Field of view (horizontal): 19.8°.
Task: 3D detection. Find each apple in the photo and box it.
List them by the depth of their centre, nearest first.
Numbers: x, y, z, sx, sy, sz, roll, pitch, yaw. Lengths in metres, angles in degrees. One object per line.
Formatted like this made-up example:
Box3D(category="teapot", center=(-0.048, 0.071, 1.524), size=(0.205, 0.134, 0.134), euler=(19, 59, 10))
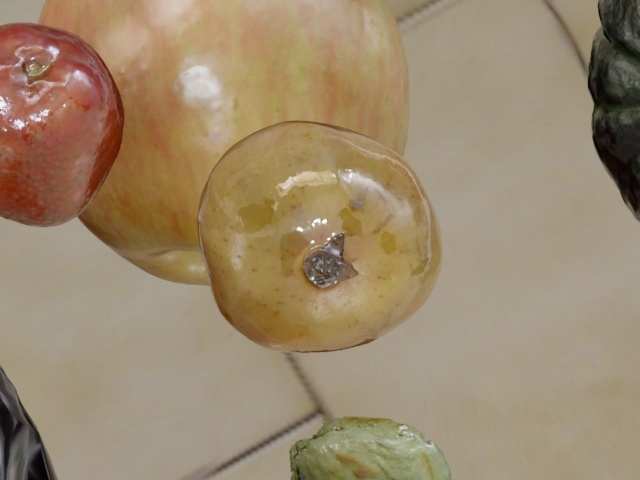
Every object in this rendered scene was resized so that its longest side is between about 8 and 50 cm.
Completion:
Box3D(category="apple", center=(-0.096, -0.130, 1.851), size=(0.391, 0.391, 0.346), euler=(0, 68, 2))

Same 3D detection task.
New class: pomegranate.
Box3D(category="pomegranate", center=(0.000, -0.003, 1.402), size=(0.191, 0.191, 0.191), euler=(0, 93, 2))

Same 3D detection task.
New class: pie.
Box3D(category="pie", center=(0.048, 0.296, 2.004), size=(0.201, 0.090, 0.248), euler=(10, 129, 24))

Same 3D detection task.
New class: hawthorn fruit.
Box3D(category="hawthorn fruit", center=(-0.194, -0.084, 1.227), size=(0.133, 0.138, 0.133), euler=(10, 61, -18))

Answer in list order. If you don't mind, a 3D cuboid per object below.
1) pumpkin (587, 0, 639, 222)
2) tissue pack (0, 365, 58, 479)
Box3D(category="pumpkin", center=(0.220, -0.075, 0.793), size=(0.162, 0.220, 0.220), euler=(-13, 93, -36))
Box3D(category="tissue pack", center=(-0.123, 0.194, 0.723), size=(0.123, 0.332, 0.245), euler=(-21, 74, -5))
